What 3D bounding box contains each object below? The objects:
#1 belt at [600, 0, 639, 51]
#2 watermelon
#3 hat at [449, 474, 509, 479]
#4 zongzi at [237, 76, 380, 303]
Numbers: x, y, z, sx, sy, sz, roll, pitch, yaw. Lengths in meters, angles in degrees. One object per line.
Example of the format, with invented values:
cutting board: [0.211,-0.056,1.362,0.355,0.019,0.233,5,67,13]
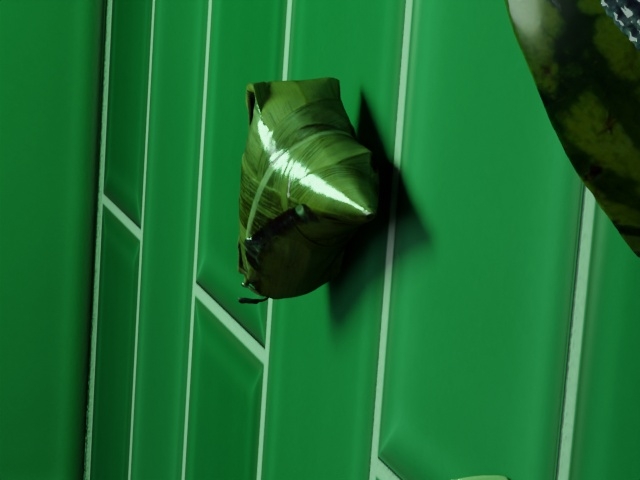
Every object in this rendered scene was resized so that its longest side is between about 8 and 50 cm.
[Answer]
belt: [0.159,-0.162,0.647,0.139,0.126,0.230,-34,61,45]
watermelon: [0.135,-0.155,0.803,0.159,0.128,0.303,129,139,-64]
hat: [0.075,0.216,1.089,0.166,0.081,0.122,-22,71,61]
zongzi: [-0.001,0.002,1.330,0.204,0.094,0.205,-124,34,-49]
